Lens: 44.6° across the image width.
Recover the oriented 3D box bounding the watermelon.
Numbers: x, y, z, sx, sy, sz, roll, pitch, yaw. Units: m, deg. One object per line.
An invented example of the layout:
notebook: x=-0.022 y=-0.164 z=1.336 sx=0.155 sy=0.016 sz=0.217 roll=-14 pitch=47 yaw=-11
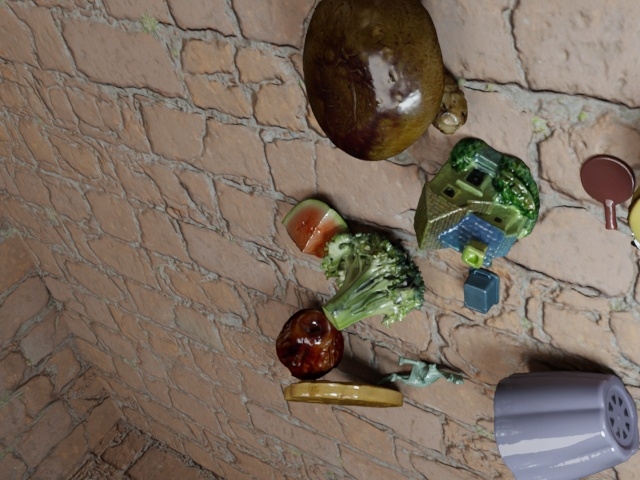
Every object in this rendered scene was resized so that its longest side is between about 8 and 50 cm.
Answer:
watermelon: x=0.010 y=-0.015 z=1.933 sx=0.145 sy=0.137 sz=0.193 roll=21 pitch=160 yaw=-34

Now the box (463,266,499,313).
box: x=0.356 y=0.115 z=1.748 sx=0.074 sy=0.054 sz=0.099 roll=21 pitch=141 yaw=31

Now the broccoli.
broccoli: x=0.106 y=0.101 z=1.817 sx=0.263 sy=0.243 sz=0.247 roll=55 pitch=158 yaw=-8

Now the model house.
model house: x=0.297 y=-0.051 z=1.512 sx=0.214 sy=0.189 sz=0.195 roll=34 pitch=147 yaw=14

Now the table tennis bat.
table tennis bat: x=0.516 y=-0.085 z=1.401 sx=0.098 sy=0.019 sz=0.155 roll=10 pitch=132 yaw=38

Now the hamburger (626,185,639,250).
hamburger: x=0.615 y=-0.054 z=1.221 sx=0.237 sy=0.149 sz=0.237 roll=32 pitch=153 yaw=19

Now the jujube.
jujube: x=-0.027 y=0.293 z=2.207 sx=0.197 sy=0.197 sz=0.290 roll=35 pitch=156 yaw=12

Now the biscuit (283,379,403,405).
biscuit: x=0.061 y=0.436 z=2.227 sx=0.351 sy=0.057 sz=0.312 roll=2 pitch=163 yaw=9

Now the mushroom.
mushroom: x=0.089 y=-0.309 z=1.424 sx=0.345 sy=0.239 sz=0.345 roll=10 pitch=109 yaw=31

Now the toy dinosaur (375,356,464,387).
toy dinosaur: x=0.227 y=0.359 z=2.123 sx=0.129 sy=0.076 sz=0.383 roll=31 pitch=160 yaw=-27

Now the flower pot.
flower pot: x=0.552 y=0.400 z=1.720 sx=0.243 sy=0.265 sz=0.265 roll=-22 pitch=111 yaw=38
